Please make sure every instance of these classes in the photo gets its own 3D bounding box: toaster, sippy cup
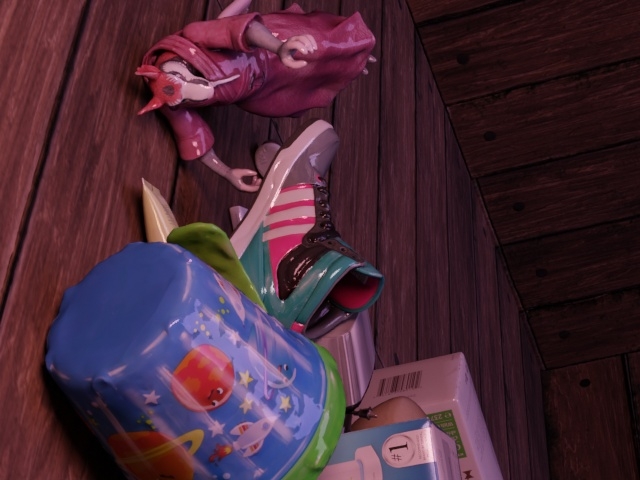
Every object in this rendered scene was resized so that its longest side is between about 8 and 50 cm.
[{"bbox_3d":[-0.017,0.136,1.902,0.168,0.186,0.110,-66,151,-66],"label":"toaster"},{"bbox_3d":[-0.129,0.126,1.454,0.224,0.240,0.305,52,-5,-37],"label":"sippy cup"}]

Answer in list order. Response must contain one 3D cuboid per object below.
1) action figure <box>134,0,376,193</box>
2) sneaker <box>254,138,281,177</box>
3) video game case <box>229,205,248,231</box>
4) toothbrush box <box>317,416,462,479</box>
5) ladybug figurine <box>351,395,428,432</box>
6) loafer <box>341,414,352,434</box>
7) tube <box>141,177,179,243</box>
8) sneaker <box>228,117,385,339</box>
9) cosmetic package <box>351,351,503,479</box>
[{"bbox_3d":[-0.105,-0.226,1.884,0.276,0.248,0.370,47,33,20],"label":"action figure"},{"bbox_3d":[-0.046,-0.077,2.243,0.065,0.061,0.158,-86,159,-67],"label":"sneaker"},{"bbox_3d":[-0.077,0.032,2.098,0.157,0.019,0.143,20,58,-73],"label":"video game case"},{"bbox_3d":[-0.001,0.319,1.581,0.126,0.295,0.216,47,32,-65],"label":"toothbrush box"},{"bbox_3d":[0.106,0.442,2.141,0.305,0.162,0.449,43,36,-66],"label":"ladybug figurine"},{"bbox_3d":[0.000,0.281,2.076,0.220,0.080,0.078,-76,155,-42],"label":"loafer"},{"bbox_3d":[-0.157,0.052,1.717,0.062,0.070,0.240,-10,82,-38],"label":"tube"},{"bbox_3d":[0.000,0.000,1.812,0.124,0.178,0.295,93,22,-61],"label":"sneaker"},{"bbox_3d":[0.174,0.375,2.403,0.155,0.197,0.365,-71,144,-64],"label":"cosmetic package"}]
